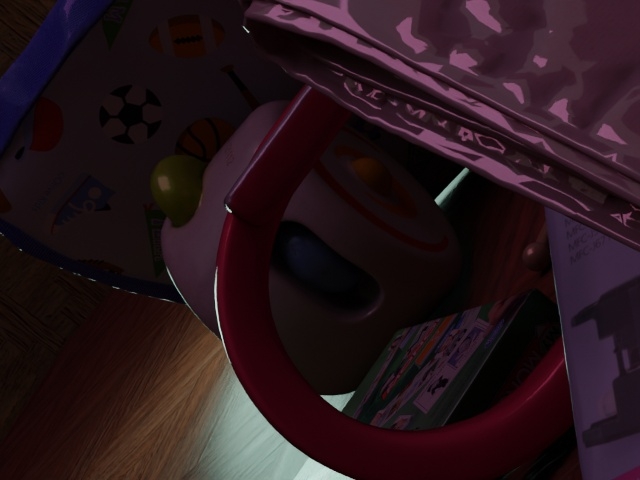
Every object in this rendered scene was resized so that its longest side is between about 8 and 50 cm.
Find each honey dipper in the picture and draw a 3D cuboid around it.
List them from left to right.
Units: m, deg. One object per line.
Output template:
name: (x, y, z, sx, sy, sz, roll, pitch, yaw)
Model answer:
honey dipper: (0.164, -0.041, 1.180, 0.030, 0.030, 0.161, -39, 20, 55)

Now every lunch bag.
lunch bag: (-0.076, -0.125, 1.474, 0.385, 0.239, 0.328, 11, -54, -48)

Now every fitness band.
fitness band: (0.076, -0.014, 0.912, 0.291, 0.209, 0.054, -51, 6, -6)

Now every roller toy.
roller toy: (0.000, 0.000, 1.308, 0.146, 0.191, 0.209, -49, -34, 20)

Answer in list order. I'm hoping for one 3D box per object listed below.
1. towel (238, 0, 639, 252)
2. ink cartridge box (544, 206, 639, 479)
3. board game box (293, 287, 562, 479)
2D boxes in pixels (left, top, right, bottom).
towel: (0.189, -0.115, 0.514, 0.332, 0.317, 0.053, -46, -37, -16)
ink cartridge box: (0.157, -0.031, 0.581, 0.186, 0.065, 0.311, -32, 41, 32)
board game box: (0.009, 0.174, 1.023, 0.317, 0.046, 0.213, -54, 8, -17)
